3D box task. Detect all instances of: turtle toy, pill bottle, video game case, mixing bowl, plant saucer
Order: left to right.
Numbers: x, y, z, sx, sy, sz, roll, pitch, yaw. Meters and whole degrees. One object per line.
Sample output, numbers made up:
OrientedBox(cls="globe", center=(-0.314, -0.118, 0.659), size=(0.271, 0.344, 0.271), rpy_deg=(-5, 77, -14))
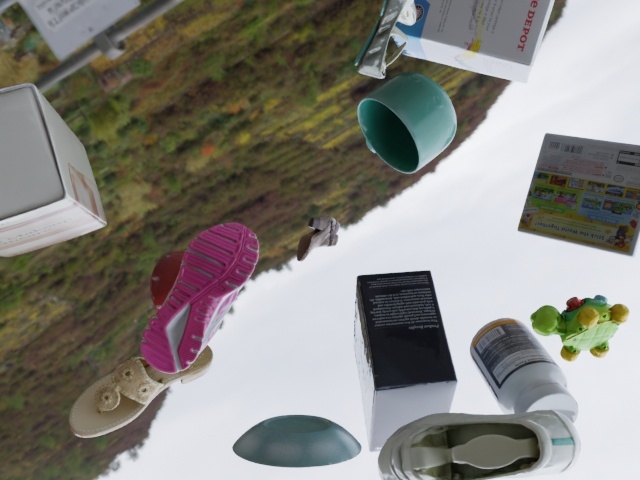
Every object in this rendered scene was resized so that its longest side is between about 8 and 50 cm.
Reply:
OrientedBox(cls="mixing bowl", center=(-0.303, 0.111, 1.674), size=(0.098, 0.181, 0.181), rpy_deg=(-6, -153, 45))
OrientedBox(cls="plant saucer", center=(-0.035, 0.292, 1.051), size=(0.195, 0.037, 0.195), rpy_deg=(0, 180, 0))
OrientedBox(cls="pill bottle", center=(0.460, 0.312, 1.596), size=(0.162, 0.162, 0.278), rpy_deg=(-31, -151, 6))
OrientedBox(cls="turtle toy", center=(0.354, 0.114, 0.966), size=(0.130, 0.095, 0.066), rpy_deg=(-3, -140, -17))
OrientedBox(cls="video game case", center=(0.511, -0.091, 1.337), size=(0.227, 0.206, 0.026), rpy_deg=(16, 180, 37))

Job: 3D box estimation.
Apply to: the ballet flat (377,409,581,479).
OrientedBox(cls="ballet flat", center=(0.230, 0.357, 1.187), size=(0.400, 0.139, 0.139), rpy_deg=(-21, -164, 37))

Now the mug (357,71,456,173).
OrientedBox(cls="mug", center=(0.124, -0.180, 1.018), size=(0.097, 0.129, 0.158), rpy_deg=(-38, -141, -16))

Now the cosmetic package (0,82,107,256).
OrientedBox(cls="cosmetic package", center=(-0.359, -0.067, 0.828), size=(0.153, 0.129, 0.296), rpy_deg=(-18, 178, -9))

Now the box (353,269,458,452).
OrientedBox(cls="box", center=(0.181, 0.275, 1.582), size=(0.182, 0.296, 0.294), rpy_deg=(-4, -131, -2))

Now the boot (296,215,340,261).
OrientedBox(cls="boot", center=(0.000, 0.000, 1.597), size=(0.042, 0.087, 0.118), rpy_deg=(28, -81, 49))

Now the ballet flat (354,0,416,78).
OrientedBox(cls="ballet flat", center=(0.119, -0.353, 1.131), size=(0.213, 0.068, 0.072), rpy_deg=(116, -6, -48))

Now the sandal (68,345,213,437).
OrientedBox(cls="sandal", center=(-0.263, 0.195, 1.039), size=(0.240, 0.088, 0.079), rpy_deg=(-24, 142, -37))

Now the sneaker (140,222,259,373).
OrientedBox(cls="sneaker", center=(-0.182, 0.084, 1.049), size=(0.252, 0.103, 0.111), rpy_deg=(-57, -178, -21))

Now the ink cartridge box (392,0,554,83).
OrientedBox(cls="ink cartridge box", center=(0.302, -0.443, 1.355), size=(0.197, 0.270, 0.198), rpy_deg=(-7, 114, -76))
